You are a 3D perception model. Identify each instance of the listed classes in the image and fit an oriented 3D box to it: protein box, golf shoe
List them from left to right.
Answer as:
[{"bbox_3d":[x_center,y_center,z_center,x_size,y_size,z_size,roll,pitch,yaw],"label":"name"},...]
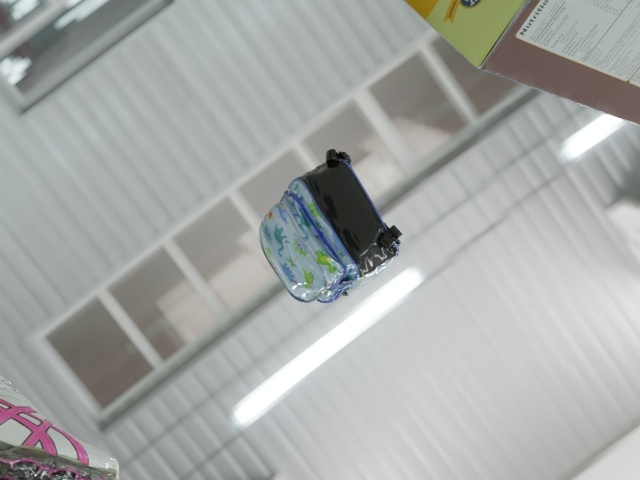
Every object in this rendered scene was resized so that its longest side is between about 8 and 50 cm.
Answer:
[{"bbox_3d":[-0.224,0.132,1.221,0.067,0.186,0.086,-39,-144,45],"label":"golf shoe"},{"bbox_3d":[0.122,-0.189,0.993,0.201,0.200,0.136,11,121,-52],"label":"protein box"}]

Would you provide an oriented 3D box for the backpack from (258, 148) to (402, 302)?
[{"bbox_3d":[0.000,0.000,1.407,0.084,0.105,0.114,-29,170,-22],"label":"backpack"}]
